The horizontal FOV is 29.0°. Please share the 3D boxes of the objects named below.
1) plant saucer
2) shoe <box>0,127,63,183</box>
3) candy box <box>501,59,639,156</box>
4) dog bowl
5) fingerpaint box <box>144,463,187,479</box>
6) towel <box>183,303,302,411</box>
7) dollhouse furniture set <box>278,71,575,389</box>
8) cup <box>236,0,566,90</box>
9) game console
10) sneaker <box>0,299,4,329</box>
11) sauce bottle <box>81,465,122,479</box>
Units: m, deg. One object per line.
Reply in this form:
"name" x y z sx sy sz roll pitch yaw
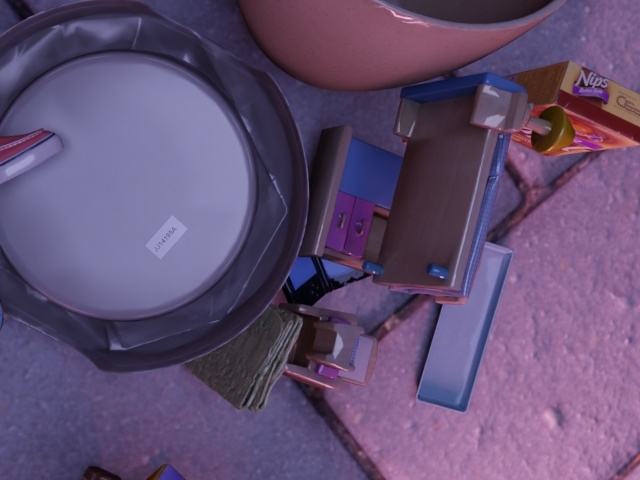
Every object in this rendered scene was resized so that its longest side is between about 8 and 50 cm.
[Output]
"plant saucer" 0.158 0.093 1.377 0.067 0.018 0.192 17 88 -18
"shoe" -0.320 -0.078 1.080 0.178 0.063 0.081 -23 102 1
"candy box" 0.250 -0.135 1.300 0.109 0.186 0.053 22 84 -17
"dog bowl" -0.187 -0.052 1.179 0.348 0.102 0.349 -1 95 -6
"fingerpaint box" -0.112 0.478 1.103 0.445 0.163 0.371 45 120 -6
"towel" -0.080 0.105 1.236 0.027 0.148 0.110 32 84 -38
"dollhouse furniture set" 0.130 0.019 1.180 0.198 0.303 0.286 18 80 -28
"cup" 0.043 -0.268 1.127 0.331 0.237 0.331 11 61 -20
"game console" 0.000 0.000 1.287 0.107 0.071 0.122 -38 109 -57
"sneaker" -0.421 0.073 1.089 0.261 0.125 0.104 -8 103 18
"sauce bottle" -0.243 0.293 1.248 0.042 0.042 0.128 26 84 -18
